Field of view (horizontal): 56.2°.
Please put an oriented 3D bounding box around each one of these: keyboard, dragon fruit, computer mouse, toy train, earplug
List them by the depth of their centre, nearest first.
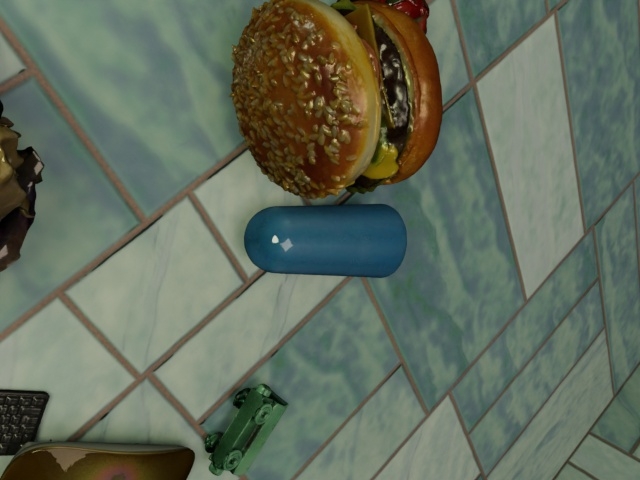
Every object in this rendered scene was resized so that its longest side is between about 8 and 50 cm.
[{"bbox_3d":[-0.498,0.222,0.724,0.309,0.018,0.101,18,95,-43],"label":"keyboard"},{"bbox_3d":[-0.319,0.368,0.889,0.310,0.072,0.158,25,96,-47],"label":"computer mouse"},{"bbox_3d":[0.102,-0.348,0.945,0.142,0.130,0.121,-36,160,-25],"label":"dragon fruit"},{"bbox_3d":[0.000,0.000,0.989,0.273,0.132,0.132,0,107,-37],"label":"earplug"},{"bbox_3d":[-0.130,0.334,1.051,0.172,0.070,0.099,-57,143,-6],"label":"toy train"}]

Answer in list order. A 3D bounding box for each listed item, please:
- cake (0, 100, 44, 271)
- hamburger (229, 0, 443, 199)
[{"bbox_3d":[-0.414,-0.087,0.529,0.321,0.332,0.332,-34,138,-74],"label":"cake"},{"bbox_3d":[0.009,-0.193,0.824,0.225,0.291,0.291,-19,119,-33],"label":"hamburger"}]
